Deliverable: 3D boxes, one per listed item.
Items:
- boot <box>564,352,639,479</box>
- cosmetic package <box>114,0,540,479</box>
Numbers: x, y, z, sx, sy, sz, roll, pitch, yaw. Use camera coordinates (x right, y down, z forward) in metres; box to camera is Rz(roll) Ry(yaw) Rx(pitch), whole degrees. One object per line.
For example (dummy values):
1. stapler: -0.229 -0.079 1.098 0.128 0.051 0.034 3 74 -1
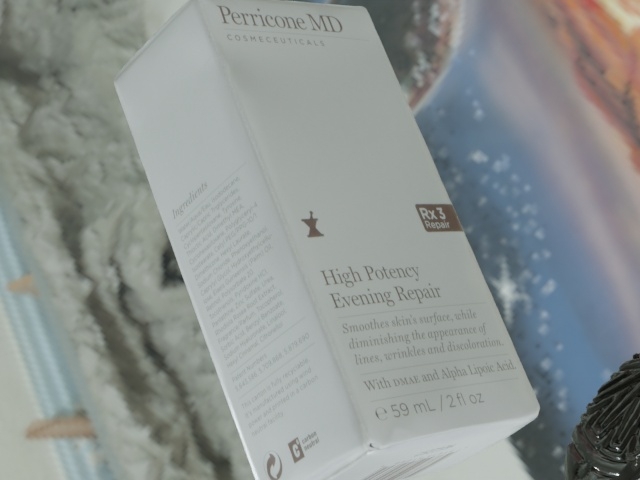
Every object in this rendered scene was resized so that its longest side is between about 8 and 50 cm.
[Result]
1. boot: 0.444 0.199 1.537 0.260 0.348 0.131 46 176 -17
2. cosmetic package: 0.000 0.000 0.707 0.117 0.085 0.231 -4 -114 -43
